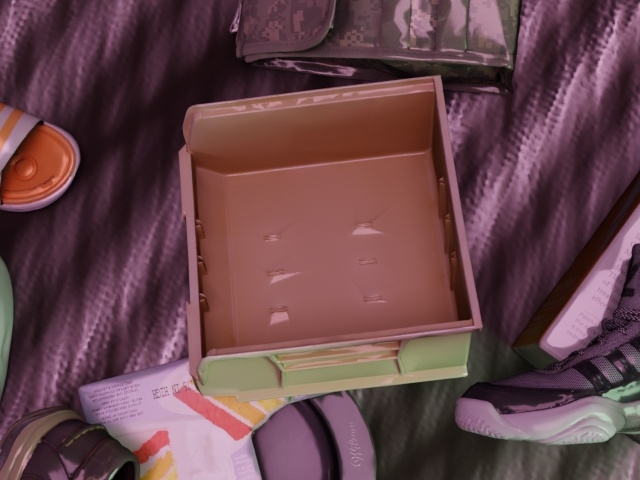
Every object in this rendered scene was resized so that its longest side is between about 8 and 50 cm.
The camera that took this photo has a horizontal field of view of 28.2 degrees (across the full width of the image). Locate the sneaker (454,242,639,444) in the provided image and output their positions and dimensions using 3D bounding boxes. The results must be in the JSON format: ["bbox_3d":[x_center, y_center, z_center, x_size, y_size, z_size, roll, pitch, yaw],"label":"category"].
[{"bbox_3d":[0.235,0.081,1.019,0.269,0.101,0.153,-4,83,-4],"label":"sneaker"}]

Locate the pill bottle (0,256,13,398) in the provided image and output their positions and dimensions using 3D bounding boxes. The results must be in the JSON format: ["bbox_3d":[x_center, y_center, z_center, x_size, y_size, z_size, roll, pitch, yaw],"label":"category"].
[{"bbox_3d":[-0.491,0.084,1.198,0.361,0.204,0.204,7,84,3],"label":"pill bottle"}]

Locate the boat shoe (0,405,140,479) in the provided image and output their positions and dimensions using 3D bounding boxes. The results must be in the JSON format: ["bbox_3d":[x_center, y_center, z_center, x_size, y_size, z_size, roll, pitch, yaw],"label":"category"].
[{"bbox_3d":[-0.248,0.335,1.163,0.130,0.132,0.355,15,99,28],"label":"boat shoe"}]

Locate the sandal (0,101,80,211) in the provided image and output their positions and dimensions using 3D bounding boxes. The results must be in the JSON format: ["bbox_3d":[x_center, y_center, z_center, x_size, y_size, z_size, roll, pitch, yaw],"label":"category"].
[{"bbox_3d":[-0.376,-0.106,1.280,0.265,0.076,0.102,20,85,4],"label":"sandal"}]

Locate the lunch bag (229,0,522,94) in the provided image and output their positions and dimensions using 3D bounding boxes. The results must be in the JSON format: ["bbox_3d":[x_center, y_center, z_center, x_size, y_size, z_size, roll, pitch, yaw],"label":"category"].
[{"bbox_3d":[0.056,-0.279,1.247,0.287,0.169,0.235,5,87,10],"label":"lunch bag"}]

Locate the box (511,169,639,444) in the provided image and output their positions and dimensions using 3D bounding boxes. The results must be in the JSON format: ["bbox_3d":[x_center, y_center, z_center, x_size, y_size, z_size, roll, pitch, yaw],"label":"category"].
[{"bbox_3d":[0.352,0.009,1.177,0.168,0.215,0.345,36,86,6],"label":"box"}]

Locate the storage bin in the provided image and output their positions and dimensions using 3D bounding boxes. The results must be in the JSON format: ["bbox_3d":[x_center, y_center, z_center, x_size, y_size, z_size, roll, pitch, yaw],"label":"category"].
[{"bbox_3d":[0.000,0.000,1.194,0.260,0.123,0.262,-7,63,1],"label":"storage bin"}]

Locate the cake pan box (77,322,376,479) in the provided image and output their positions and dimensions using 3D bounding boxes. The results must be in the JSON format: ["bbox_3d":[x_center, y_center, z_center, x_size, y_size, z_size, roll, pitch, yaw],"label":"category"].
[{"bbox_3d":[-0.078,0.226,1.240,0.267,0.070,0.245,-13,85,0],"label":"cake pan box"}]
